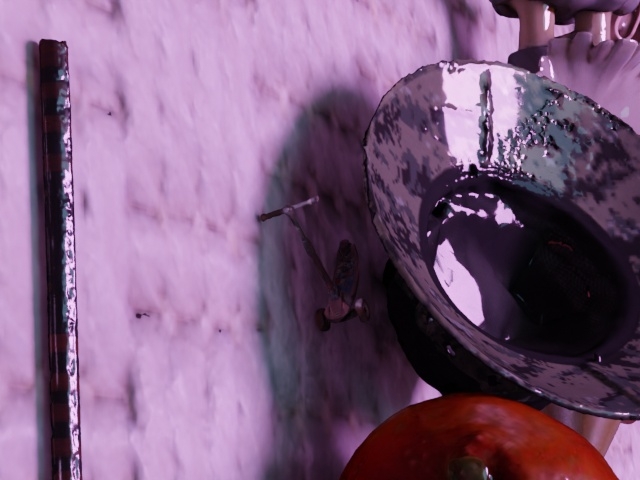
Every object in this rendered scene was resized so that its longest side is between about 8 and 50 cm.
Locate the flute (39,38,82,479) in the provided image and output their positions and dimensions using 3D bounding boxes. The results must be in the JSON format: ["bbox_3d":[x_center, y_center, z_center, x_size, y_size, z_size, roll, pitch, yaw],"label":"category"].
[{"bbox_3d":[-0.104,0.048,0.633,0.014,0.014,0.269,16,68,-61],"label":"flute"}]

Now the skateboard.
[{"bbox_3d":[0.000,0.000,0.840,0.063,0.032,0.083,-85,154,-46],"label":"skateboard"}]

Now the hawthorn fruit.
[{"bbox_3d":[0.084,0.155,0.781,0.188,0.169,0.169,94,4,-59],"label":"hawthorn fruit"}]

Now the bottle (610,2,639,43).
[{"bbox_3d":[0.333,-0.080,1.376,0.206,0.173,0.296,4,77,-28],"label":"bottle"}]

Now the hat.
[{"bbox_3d":[0.108,0.027,0.904,0.266,0.128,0.265,22,41,-20],"label":"hat"}]

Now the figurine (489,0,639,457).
[{"bbox_3d":[0.176,0.007,1.059,0.207,0.166,0.386,2,80,-28],"label":"figurine"}]
